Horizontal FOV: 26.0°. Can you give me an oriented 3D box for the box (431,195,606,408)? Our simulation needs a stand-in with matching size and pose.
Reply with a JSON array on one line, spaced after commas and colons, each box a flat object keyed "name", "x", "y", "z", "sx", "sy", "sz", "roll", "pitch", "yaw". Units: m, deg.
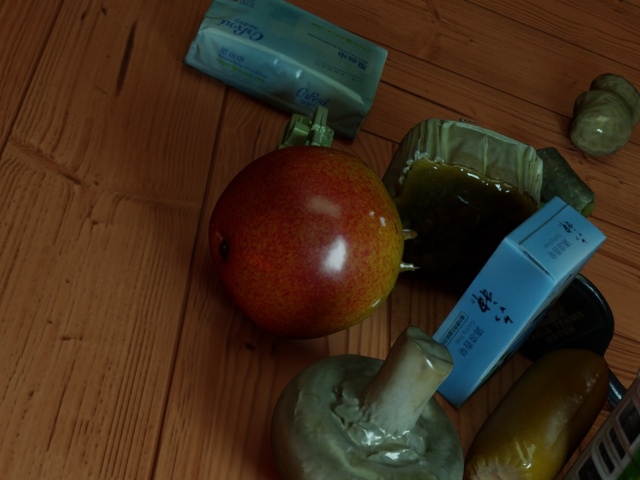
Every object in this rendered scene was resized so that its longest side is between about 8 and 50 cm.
[{"name": "box", "x": 0.215, "y": 0.072, "z": 1.600, "sx": 0.083, "sy": 0.232, "sz": 0.142, "roll": 43, "pitch": 39, "yaw": 13}]

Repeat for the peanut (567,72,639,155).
[{"name": "peanut", "x": 0.457, "y": -0.205, "z": 2.202, "sx": 0.104, "sy": 0.085, "sz": 0.228, "roll": 32, "pitch": 35, "yaw": 10}]

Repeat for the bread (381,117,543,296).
[{"name": "bread", "x": 0.163, "y": -0.034, "z": 1.712, "sx": 0.192, "sy": 0.210, "sz": 0.109, "roll": 20, "pitch": 42, "yaw": -10}]

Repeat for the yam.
[{"name": "yam", "x": 0.340, "y": -0.079, "z": 1.996, "sx": 0.070, "sy": 0.069, "sz": 0.146, "roll": -7, "pitch": 50, "yaw": -38}]

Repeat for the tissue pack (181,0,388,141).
[{"name": "tissue pack", "x": -0.044, "y": -0.260, "z": 1.945, "sx": 0.263, "sy": 0.089, "sz": 0.177, "roll": 23, "pitch": 39, "yaw": -6}]

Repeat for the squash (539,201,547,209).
[{"name": "squash", "x": 0.233, "y": -0.028, "z": 1.868, "sx": 0.239, "sy": 0.069, "sz": 0.069, "roll": 6, "pitch": 42, "yaw": -27}]

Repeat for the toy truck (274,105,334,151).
[{"name": "toy truck", "x": -0.028, "y": -0.104, "z": 1.761, "sx": 0.077, "sy": 0.100, "sz": 0.169, "roll": 27, "pitch": 36, "yaw": 0}]

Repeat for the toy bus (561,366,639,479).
[{"name": "toy bus", "x": 0.368, "y": 0.245, "z": 1.438, "sx": 0.143, "sy": 0.305, "sz": 0.179, "roll": 3, "pitch": 42, "yaw": -29}]

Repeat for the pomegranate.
[{"name": "pomegranate", "x": 0.000, "y": 0.000, "z": 1.575, "sx": 0.257, "sy": 0.221, "sz": 0.221, "roll": 5, "pitch": 42, "yaw": -40}]

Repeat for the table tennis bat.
[{"name": "table tennis bat", "x": 0.307, "y": 0.121, "z": 1.693, "sx": 0.236, "sy": 0.150, "sz": 0.027, "roll": 51, "pitch": 42, "yaw": -9}]

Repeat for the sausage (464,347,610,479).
[{"name": "sausage", "x": 0.252, "y": 0.204, "z": 1.578, "sx": 0.105, "sy": 0.105, "sz": 0.274, "roll": 37, "pitch": 37, "yaw": 11}]

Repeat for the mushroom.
[{"name": "mushroom", "x": 0.063, "y": 0.183, "z": 1.391, "sx": 0.207, "sy": 0.215, "sz": 0.207, "roll": 23, "pitch": 30, "yaw": -14}]
